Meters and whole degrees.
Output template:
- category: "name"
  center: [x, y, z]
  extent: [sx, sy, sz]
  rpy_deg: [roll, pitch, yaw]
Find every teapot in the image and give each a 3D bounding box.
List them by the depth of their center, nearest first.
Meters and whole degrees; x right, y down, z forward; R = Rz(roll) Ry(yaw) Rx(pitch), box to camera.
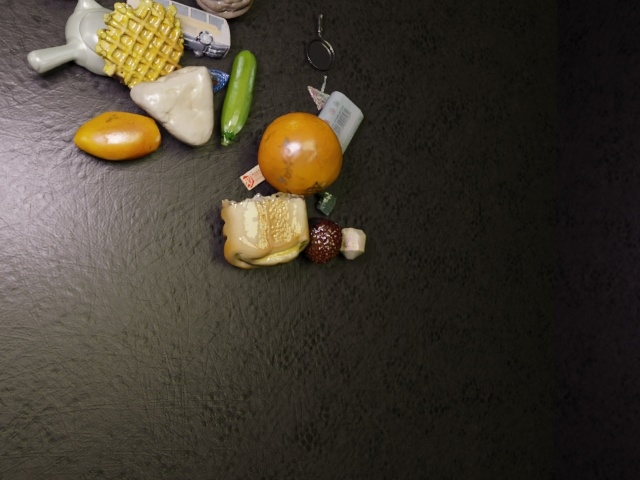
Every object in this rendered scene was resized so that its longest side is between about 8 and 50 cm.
- category: "teapot"
  center: [-0.696, -0.578, 1.377]
  extent: [0.220, 0.149, 0.318]
  rpy_deg: [30, 71, -24]

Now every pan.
- category: "pan"
  center: [-0.002, -0.816, 1.870]
  extent: [0.136, 0.028, 0.234]
  rpy_deg: [1, 88, -31]

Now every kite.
- category: "kite"
  center: [0.006, -0.610, 1.870]
  extent: [0.139, 0.011, 0.156]
  rpy_deg: [18, 77, -30]

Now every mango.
- category: "mango"
  center: [-0.627, -0.324, 1.411]
  extent: [0.252, 0.126, 0.153]
  rpy_deg: [-12, 84, -28]

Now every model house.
- category: "model house"
  center: [0.014, -0.152, 1.815]
  extent: [0.079, 0.066, 0.083]
  rpy_deg: [23, 92, -38]

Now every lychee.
- category: "lychee"
  center: [0.000, 0.000, 1.724]
  extent: [0.188, 0.188, 0.187]
  rpy_deg: [3, 85, -30]

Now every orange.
- category: "orange"
  center: [-0.075, -0.306, 1.631]
  extent: [0.313, 0.312, 0.311]
  rpy_deg: [3, 85, -30]

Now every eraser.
- category: "eraser"
  center: [0.065, -0.466, 1.850]
  extent: [0.174, 0.081, 0.226]
  rpy_deg: [38, 67, -28]

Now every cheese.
- category: "cheese"
  center: [-0.466, -0.414, 1.462]
  extent: [0.251, 0.174, 0.247]
  rpy_deg: [-30, 125, -37]

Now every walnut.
- category: "walnut"
  center: [-0.331, -0.889, 1.584]
  extent: [0.225, 0.224, 0.223]
  rpy_deg: [3, 85, -30]

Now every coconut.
- category: "coconut"
  center: [0.122, 0.018, 1.826]
  extent: [0.116, 0.116, 0.122]
  rpy_deg: [11, 76, -29]

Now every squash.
- category: "squash"
  center: [-0.296, -0.514, 1.635]
  extent: [0.102, 0.101, 0.378]
  rpy_deg: [17, 73, -28]

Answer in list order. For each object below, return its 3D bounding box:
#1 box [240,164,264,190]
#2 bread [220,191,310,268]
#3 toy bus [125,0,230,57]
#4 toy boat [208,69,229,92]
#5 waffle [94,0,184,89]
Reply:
- category: "box"
  center: [-0.248, -0.235, 1.686]
  extent: [0.093, 0.015, 0.058]
  rpy_deg: [-41, 105, -26]
- category: "bread"
  center: [-0.196, -0.035, 1.599]
  extent: [0.316, 0.211, 0.269]
  rpy_deg: [-9, 98, -22]
- category: "toy bus"
  center: [-0.484, -0.731, 1.547]
  extent: [0.343, 0.097, 0.137]
  rpy_deg: [5, 77, -29]
- category: "toy boat"
  center: [-0.389, -0.555, 1.577]
  extent: [0.175, 0.110, 0.091]
  rpy_deg: [-29, 103, -30]
- category: "waffle"
  center: [-0.546, -0.584, 1.398]
  extent: [0.060, 0.307, 0.312]
  rpy_deg: [35, 41, 21]
